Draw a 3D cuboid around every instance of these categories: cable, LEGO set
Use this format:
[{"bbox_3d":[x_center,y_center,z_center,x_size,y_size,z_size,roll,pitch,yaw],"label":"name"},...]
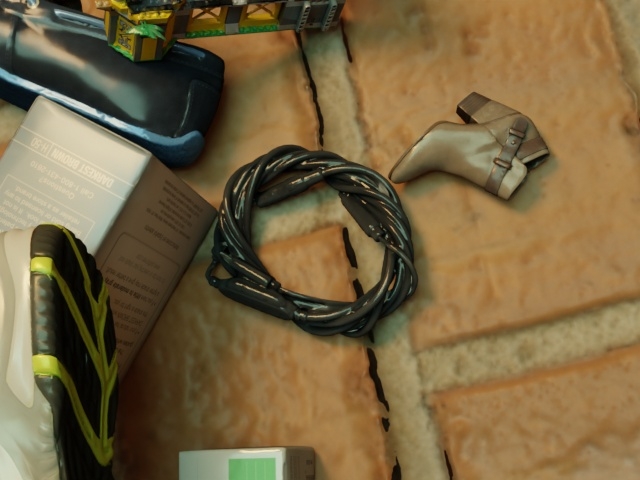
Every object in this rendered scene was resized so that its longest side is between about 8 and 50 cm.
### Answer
[{"bbox_3d":[0.000,0.000,0.917,0.184,0.047,0.150,18,77,18],"label":"cable"},{"bbox_3d":[-0.084,-0.320,0.887,0.255,0.192,0.331,1,68,-13],"label":"LEGO set"}]

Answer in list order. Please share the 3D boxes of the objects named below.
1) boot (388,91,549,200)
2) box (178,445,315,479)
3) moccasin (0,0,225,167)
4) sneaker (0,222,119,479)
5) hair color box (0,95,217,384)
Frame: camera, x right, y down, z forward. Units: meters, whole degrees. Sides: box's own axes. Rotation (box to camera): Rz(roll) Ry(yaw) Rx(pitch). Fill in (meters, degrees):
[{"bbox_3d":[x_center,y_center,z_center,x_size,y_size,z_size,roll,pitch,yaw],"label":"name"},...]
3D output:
[{"bbox_3d":[0.127,-0.065,0.902,0.118,0.042,0.087,-44,75,0],"label":"boot"},{"bbox_3d":[-0.055,0.212,0.846,0.087,0.102,0.101,-4,78,13],"label":"box"},{"bbox_3d":[-0.244,-0.177,0.975,0.342,0.138,0.117,25,79,2],"label":"moccasin"},{"bbox_3d":[-0.208,0.185,0.694,0.147,0.145,0.384,-8,70,9],"label":"sneaker"},{"bbox_3d":[-0.240,0.094,0.867,0.113,0.185,0.374,27,84,15],"label":"hair color box"}]
